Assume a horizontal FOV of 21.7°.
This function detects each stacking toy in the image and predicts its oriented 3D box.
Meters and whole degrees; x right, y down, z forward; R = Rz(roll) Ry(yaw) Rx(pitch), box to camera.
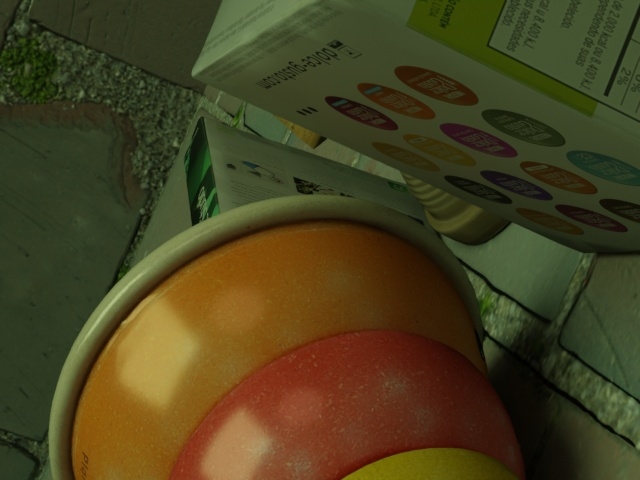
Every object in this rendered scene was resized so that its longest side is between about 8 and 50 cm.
[{"bbox_3d":[0.043,0.220,1.108,0.351,0.350,0.480,-62,36,19],"label":"stacking toy"}]

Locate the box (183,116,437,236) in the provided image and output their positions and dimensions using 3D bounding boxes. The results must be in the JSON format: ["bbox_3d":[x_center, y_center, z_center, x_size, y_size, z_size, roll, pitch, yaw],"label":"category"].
[{"bbox_3d":[0.000,0.000,1.491,0.322,0.232,0.058,-108,38,-66],"label":"box"}]

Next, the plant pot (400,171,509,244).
[{"bbox_3d":[0.127,-0.124,1.469,0.237,0.109,0.237,-56,21,35],"label":"plant pot"}]

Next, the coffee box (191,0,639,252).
[{"bbox_3d":[0.163,-0.208,1.063,0.338,0.334,0.337,-68,15,-8],"label":"coffee box"}]

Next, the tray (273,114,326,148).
[{"bbox_3d":[0.098,-0.269,1.452,0.203,0.076,0.411,-41,-11,-39],"label":"tray"}]
